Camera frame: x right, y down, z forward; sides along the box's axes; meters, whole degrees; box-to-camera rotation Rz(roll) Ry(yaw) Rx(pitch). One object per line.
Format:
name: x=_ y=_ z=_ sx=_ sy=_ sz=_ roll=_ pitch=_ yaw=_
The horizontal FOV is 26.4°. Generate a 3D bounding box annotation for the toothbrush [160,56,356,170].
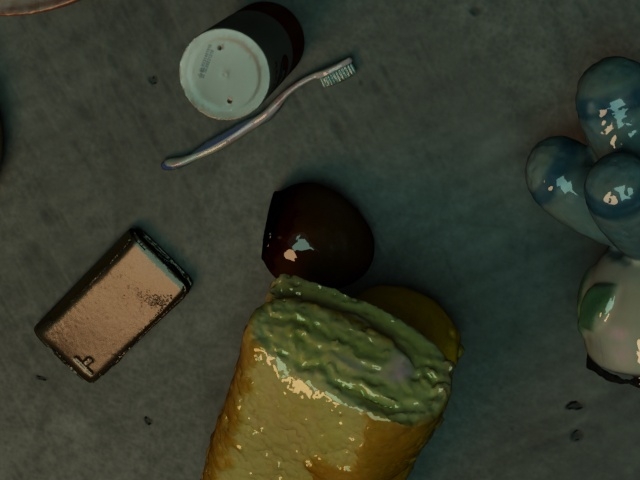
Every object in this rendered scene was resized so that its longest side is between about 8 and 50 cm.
toothbrush: x=-0.075 y=-0.145 z=1.604 sx=0.269 sy=0.021 sz=0.027 roll=-27 pitch=95 yaw=17

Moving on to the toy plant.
toy plant: x=0.352 y=-0.037 z=1.446 sx=0.247 sy=0.247 sz=0.332 roll=-15 pitch=108 yaw=14

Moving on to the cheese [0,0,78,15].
cheese: x=-0.314 y=-0.328 z=1.531 sx=0.203 sy=0.128 sz=0.177 roll=41 pitch=109 yaw=-6

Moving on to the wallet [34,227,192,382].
wallet: x=-0.260 y=0.084 z=1.704 sx=0.110 sy=0.031 sz=0.198 roll=45 pitch=110 yaw=-6

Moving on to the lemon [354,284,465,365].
lemon: x=0.094 y=0.112 z=1.609 sx=0.155 sy=0.114 sz=0.114 roll=20 pitch=110 yaw=9

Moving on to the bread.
bread: x=0.003 y=0.216 z=1.557 sx=0.236 sy=0.165 sz=0.375 roll=24 pitch=140 yaw=5

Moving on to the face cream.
face cream: x=-0.080 y=-0.200 z=1.484 sx=0.095 sy=0.214 sz=0.096 roll=3 pitch=108 yaw=9

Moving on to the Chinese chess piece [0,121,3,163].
Chinese chess piece: x=-0.512 y=-0.122 z=1.644 sx=0.257 sy=0.104 sz=0.257 roll=3 pitch=107 yaw=9

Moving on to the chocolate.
chocolate: x=0.000 y=0.000 z=1.605 sx=0.133 sy=0.127 sz=0.124 roll=8 pitch=140 yaw=-6
